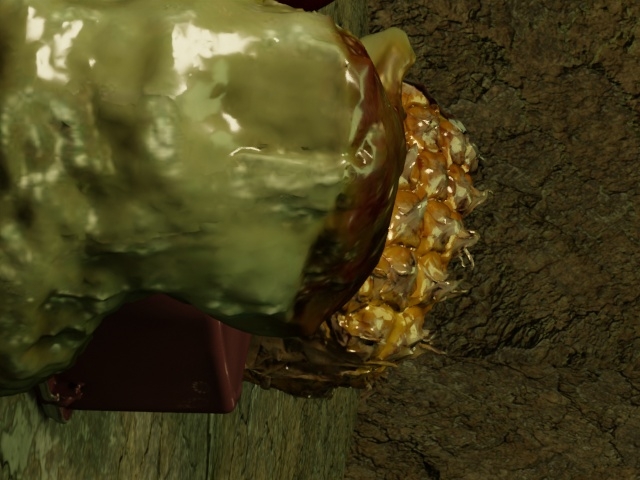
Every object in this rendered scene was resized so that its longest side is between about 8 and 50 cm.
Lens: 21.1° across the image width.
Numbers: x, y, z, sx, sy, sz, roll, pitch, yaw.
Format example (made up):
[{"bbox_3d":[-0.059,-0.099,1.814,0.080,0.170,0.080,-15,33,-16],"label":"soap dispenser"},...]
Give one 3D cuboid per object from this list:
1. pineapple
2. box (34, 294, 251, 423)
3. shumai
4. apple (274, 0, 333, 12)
[{"bbox_3d":[-0.003,0.000,1.799,0.352,0.352,0.300,82,24,-56],"label":"pineapple"},{"bbox_3d":[-0.137,0.006,1.455,0.193,0.168,0.294,87,11,-50],"label":"box"},{"bbox_3d":[-0.107,-0.078,1.077,0.324,0.323,0.397,-71,163,-56],"label":"shumai"},{"bbox_3d":[-0.065,-0.308,1.408,0.317,0.288,0.288,-44,138,-61],"label":"apple"}]
